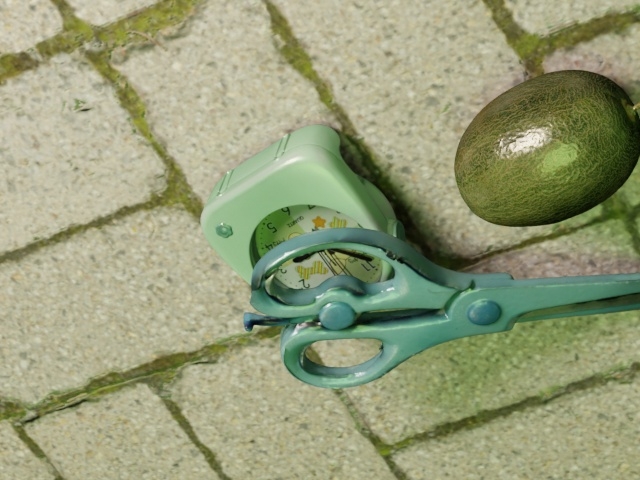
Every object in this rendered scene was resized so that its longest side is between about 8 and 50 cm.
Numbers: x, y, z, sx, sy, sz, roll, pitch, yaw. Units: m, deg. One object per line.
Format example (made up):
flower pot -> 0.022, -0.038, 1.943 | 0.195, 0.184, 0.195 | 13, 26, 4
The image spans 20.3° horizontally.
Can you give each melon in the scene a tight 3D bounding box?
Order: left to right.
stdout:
melon -> 0.182, -0.071, 1.401 | 0.167, 0.114, 0.114 | -25, 116, 30

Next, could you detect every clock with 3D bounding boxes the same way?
clock -> 0.000, 0.001, 1.539 | 0.148, 0.060, 0.188 | -28, 116, 30

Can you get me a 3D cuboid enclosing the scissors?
scissors -> 0.130, 0.048, 1.509 | 0.392, 0.032, 0.180 | -5, 135, 1
